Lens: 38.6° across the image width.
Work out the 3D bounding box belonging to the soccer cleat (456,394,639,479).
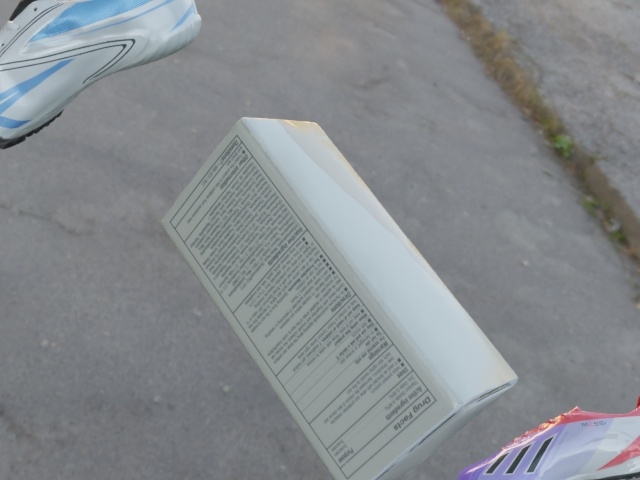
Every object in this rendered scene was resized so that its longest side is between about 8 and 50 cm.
[{"bbox_3d":[0.347,0.306,1.337,0.108,0.318,0.116,54,25,-73],"label":"soccer cleat"}]

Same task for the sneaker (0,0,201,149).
[{"bbox_3d":[-0.196,-0.119,0.613,0.086,0.237,0.085,60,0,-11],"label":"sneaker"}]

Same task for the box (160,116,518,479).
[{"bbox_3d":[0.010,0.051,0.809,0.121,0.148,0.311,-7,56,-55],"label":"box"}]
